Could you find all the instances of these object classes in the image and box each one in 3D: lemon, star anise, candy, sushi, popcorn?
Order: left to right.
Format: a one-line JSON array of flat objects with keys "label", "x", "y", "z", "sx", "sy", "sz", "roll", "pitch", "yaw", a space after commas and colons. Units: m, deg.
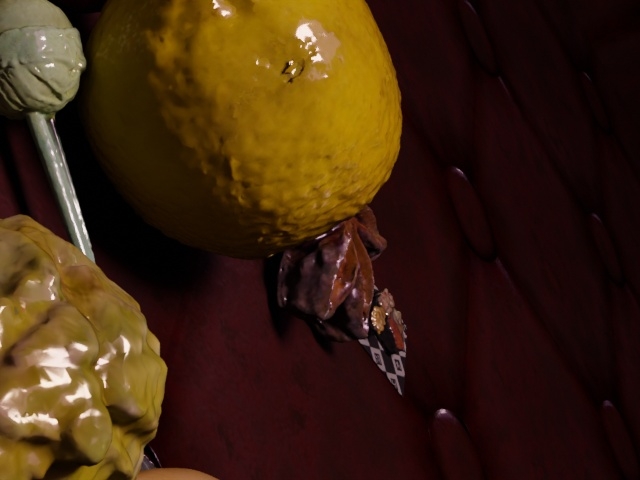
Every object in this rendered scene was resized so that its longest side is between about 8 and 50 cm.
[{"label": "popcorn", "x": -0.208, "y": 0.094, "z": 0.889, "sx": 0.259, "sy": 0.259, "sz": 0.212, "roll": -59, "pitch": 147, "yaw": -63}, {"label": "candy", "x": -0.191, "y": -0.028, "z": 1.192, "sx": 0.093, "sy": 0.092, "sz": 0.336, "roll": 48, "pitch": 23, "yaw": -84}, {"label": "lemon", "x": -0.070, "y": -0.122, "z": 1.302, "sx": 0.322, "sy": 0.268, "sz": 0.268, "roll": 51, "pitch": 26, "yaw": -51}, {"label": "star anise", "x": 0.002, "y": -0.002, "z": 1.591, "sx": 0.220, "sy": 0.099, "sz": 0.214, "roll": -4, "pitch": 86, "yaw": -71}, {"label": "sushi", "x": 0.075, "y": 0.092, "z": 1.742, "sx": 0.126, "sy": 0.026, "sz": 0.120, "roll": 53, "pitch": 26, "yaw": -32}]

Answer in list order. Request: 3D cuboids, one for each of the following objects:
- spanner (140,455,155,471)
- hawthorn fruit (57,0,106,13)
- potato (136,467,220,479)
[{"label": "spanner", "x": -0.150, "y": 0.161, "z": 1.175, "sx": 0.325, "sy": 0.026, "sz": 0.093, "roll": 58, "pitch": 24, "yaw": -22}, {"label": "hawthorn fruit", "x": -0.194, "y": -0.268, "z": 1.355, "sx": 0.125, "sy": 0.125, "sz": 0.140, "roll": 29, "pitch": 66, "yaw": -56}, {"label": "potato", "x": -0.107, "y": 0.231, "z": 1.061, "sx": 0.150, "sy": 0.146, "sz": 0.234, "roll": -64, "pitch": 163, "yaw": -2}]
